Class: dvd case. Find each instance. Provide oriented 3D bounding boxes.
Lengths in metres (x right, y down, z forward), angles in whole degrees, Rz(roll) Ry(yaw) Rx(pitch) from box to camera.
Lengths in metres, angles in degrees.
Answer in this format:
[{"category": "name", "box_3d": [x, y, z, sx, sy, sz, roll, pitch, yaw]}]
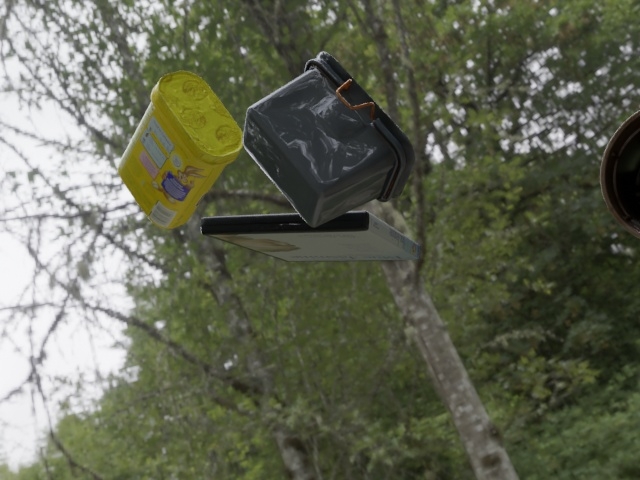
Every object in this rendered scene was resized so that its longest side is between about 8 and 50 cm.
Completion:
[{"category": "dvd case", "box_3d": [0.000, 0.000, 0.938, 0.180, 0.022, 0.253, -2, -8, 18]}]

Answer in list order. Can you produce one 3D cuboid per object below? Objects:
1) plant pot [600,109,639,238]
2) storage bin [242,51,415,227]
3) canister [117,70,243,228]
[{"category": "plant pot", "box_3d": [0.432, -0.072, 0.996, 0.167, 0.167, 0.165, -36, -16, 20]}, {"category": "storage bin", "box_3d": [0.001, -0.083, 0.707, 0.091, 0.135, 0.098, -32, -19, -26]}, {"category": "canister", "box_3d": [-0.179, -0.106, 1.027, 0.073, 0.126, 0.170, -27, -13, -43]}]
